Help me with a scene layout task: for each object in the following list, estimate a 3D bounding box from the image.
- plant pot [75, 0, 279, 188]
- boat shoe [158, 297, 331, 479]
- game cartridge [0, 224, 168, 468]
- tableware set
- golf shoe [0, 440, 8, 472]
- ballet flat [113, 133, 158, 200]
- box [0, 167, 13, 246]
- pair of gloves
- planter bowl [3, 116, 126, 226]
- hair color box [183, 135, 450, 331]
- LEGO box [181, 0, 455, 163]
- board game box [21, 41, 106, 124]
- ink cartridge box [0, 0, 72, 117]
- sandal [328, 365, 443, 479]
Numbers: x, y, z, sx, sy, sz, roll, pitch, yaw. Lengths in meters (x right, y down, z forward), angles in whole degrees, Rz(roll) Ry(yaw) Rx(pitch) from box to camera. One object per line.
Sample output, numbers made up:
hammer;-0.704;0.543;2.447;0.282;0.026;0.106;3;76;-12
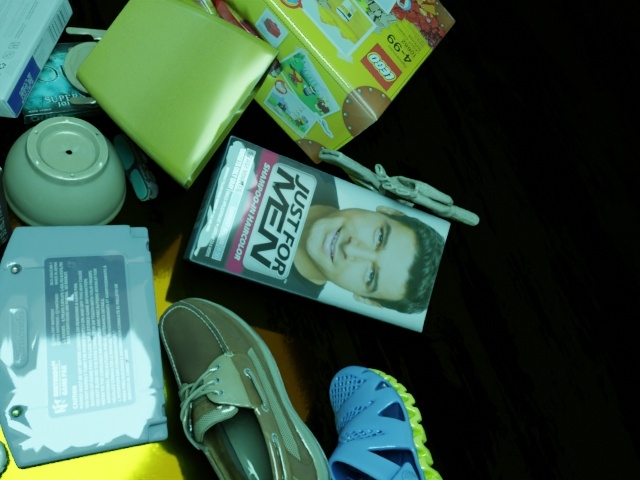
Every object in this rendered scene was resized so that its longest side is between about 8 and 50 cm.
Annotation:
plant pot;-0.206;-0.213;0.728;0.187;0.212;0.212;35;85;-13
boat shoe;-0.112;0.199;0.643;0.324;0.123;0.116;48;13;23
game cartridge;-0.311;0.122;0.668;0.196;0.060;0.294;0;68;-31
tableware set;-0.299;-0.264;0.826;0.194;0.039;0.128;-3;81;-22
golf shoe;-0.415;0.261;0.525;0.176;0.086;0.069;-27;78;-31
ballet flat;-0.281;-0.112;0.802;0.041;0.041;0.114;-21;79;-33
box;-0.505;0.053;0.516;0.143;0.191;0.381;37;57;-7
pair of gloves;0.124;-0.084;0.884;0.204;0.240;0.042;23;94;-42
planter bowl;-0.348;-0.101;0.715;0.162;0.109;0.162;11;63;-22
hair color box;0.000;0.000;0.812;0.374;0.113;0.186;19;82;-19
LEGO box;-0.041;-0.457;0.940;0.500;0.193;0.372;45;55;-13
board game box;-0.381;-0.253;0.817;0.186;0.026;0.126;-18;77;-32
ink cartridge box;-0.504;-0.281;0.739;0.223;0.045;0.223;9;62;1
sandal;0.070;0.284;0.675;0.138;0.126;0.317;12;24;-25
